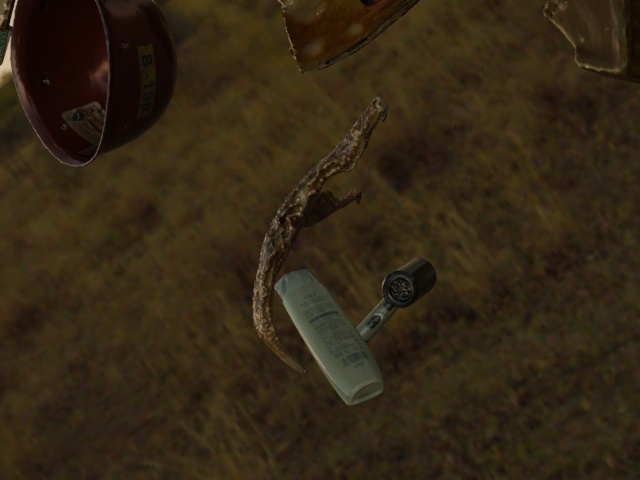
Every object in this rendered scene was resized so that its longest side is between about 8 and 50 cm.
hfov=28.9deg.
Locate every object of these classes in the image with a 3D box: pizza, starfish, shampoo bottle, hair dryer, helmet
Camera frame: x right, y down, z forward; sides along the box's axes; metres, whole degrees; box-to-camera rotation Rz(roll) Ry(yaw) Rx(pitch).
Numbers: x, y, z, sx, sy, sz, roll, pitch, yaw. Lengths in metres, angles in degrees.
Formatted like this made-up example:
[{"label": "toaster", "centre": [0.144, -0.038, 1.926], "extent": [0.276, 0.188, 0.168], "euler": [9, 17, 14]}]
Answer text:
[{"label": "pizza", "centre": [0.021, -0.551, 2.354], "extent": [0.440, 0.406, 0.130], "euler": [-40, 36, 22]}, {"label": "starfish", "centre": [-0.012, -0.002, 1.913], "extent": [0.384, 0.132, 0.398], "euler": [72, -141, -80]}, {"label": "shampoo bottle", "centre": [0.012, 0.126, 1.662], "extent": [0.072, 0.049, 0.212], "euler": [-20, 52, -18]}, {"label": "hair dryer", "centre": [0.088, 0.111, 1.827], "extent": [0.197, 0.057, 0.100], "euler": [-52, -11, 25]}, {"label": "helmet", "centre": [-0.377, -0.335, 2.218], "extent": [0.230, 0.384, 0.338], "euler": [-14, 27, -38]}]

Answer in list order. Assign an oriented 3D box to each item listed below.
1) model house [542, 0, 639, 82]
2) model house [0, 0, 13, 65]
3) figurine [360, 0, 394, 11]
[{"label": "model house", "centre": [0.479, -0.322, 1.884], "extent": [0.268, 0.239, 0.173], "euler": [6, -47, -37]}, {"label": "model house", "centre": [-0.466, -0.345, 1.617], "extent": [0.271, 0.178, 0.206], "euler": [-137, 60, -71]}, {"label": "figurine", "centre": [0.025, -0.403, 1.695], "extent": [0.236, 0.176, 0.133], "euler": [-4, -14, -45]}]
